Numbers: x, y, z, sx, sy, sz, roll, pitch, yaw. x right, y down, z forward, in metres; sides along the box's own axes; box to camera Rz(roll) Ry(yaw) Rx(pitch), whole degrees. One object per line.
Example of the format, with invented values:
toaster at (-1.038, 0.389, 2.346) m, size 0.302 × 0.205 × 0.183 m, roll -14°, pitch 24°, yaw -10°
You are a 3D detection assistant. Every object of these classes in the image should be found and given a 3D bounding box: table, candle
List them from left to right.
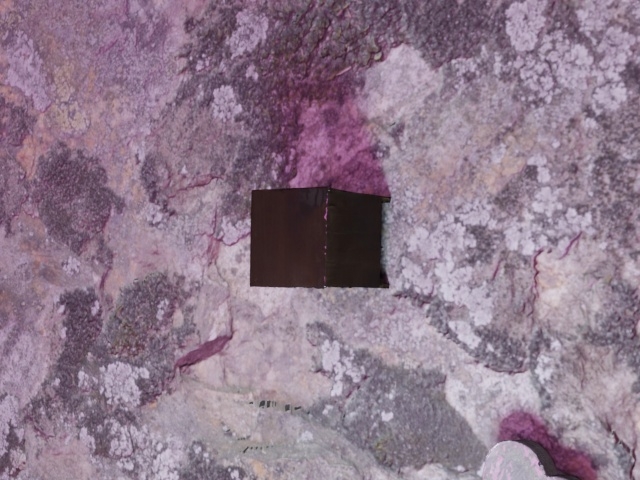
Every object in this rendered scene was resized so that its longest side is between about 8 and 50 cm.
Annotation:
table at (0.000, 0.000, 1.632) m, size 0.173 × 0.193 × 0.169 m, roll 0°, pitch 88°, yaw 37°
candle at (0.324, 0.409, 1.443) m, size 0.192 × 0.068 × 0.168 m, roll 42°, pitch 108°, yaw 33°
